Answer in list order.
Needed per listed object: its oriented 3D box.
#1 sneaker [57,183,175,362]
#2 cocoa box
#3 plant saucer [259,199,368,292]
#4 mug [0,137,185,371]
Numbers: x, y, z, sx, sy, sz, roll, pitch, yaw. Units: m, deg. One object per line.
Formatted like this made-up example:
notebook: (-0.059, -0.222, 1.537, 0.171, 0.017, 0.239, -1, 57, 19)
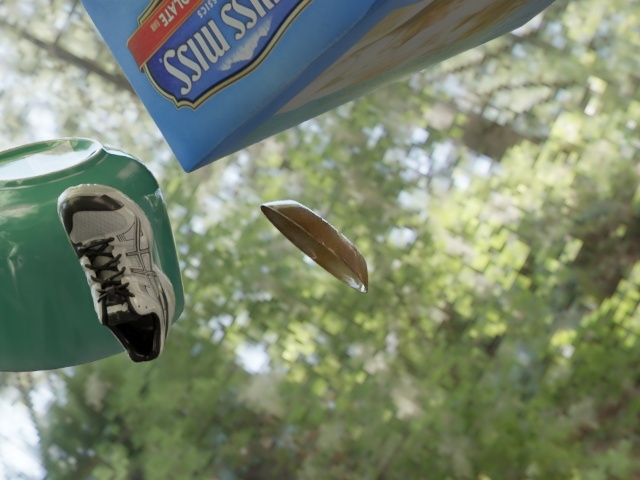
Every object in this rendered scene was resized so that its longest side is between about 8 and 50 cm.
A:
sneaker: (-0.079, 0.014, 0.688, 0.037, 0.032, 0.083, -90, -22, -48)
cocoa box: (0.036, -0.228, 1.028, 0.347, 0.228, 0.231, -27, -6, -43)
plant saucer: (0.000, 0.000, 1.033, 0.015, 0.083, 0.083, -50, -35, -8)
mug: (-0.157, 0.001, 0.940, 0.129, 0.158, 0.097, -41, -53, -56)
